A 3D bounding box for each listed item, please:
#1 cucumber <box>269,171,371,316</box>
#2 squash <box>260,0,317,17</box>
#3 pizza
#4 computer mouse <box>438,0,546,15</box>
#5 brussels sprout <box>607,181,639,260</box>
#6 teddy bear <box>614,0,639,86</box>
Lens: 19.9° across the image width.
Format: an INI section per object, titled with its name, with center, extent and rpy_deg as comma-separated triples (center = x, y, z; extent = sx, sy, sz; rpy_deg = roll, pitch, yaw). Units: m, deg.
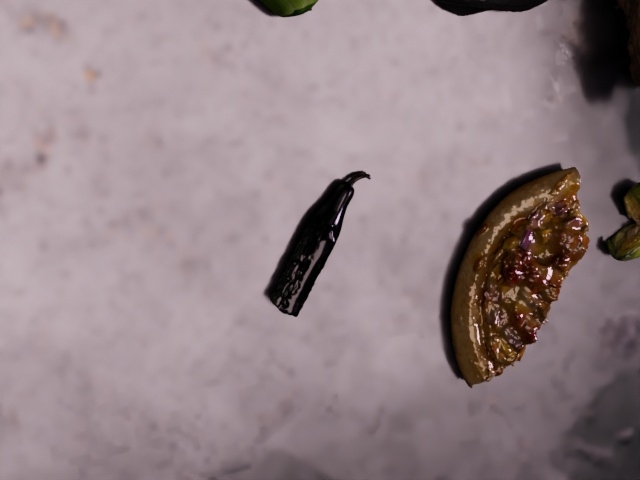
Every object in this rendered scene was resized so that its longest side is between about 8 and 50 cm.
[cucumber]
center = 0.000, 0.000, 1.833
extent = 0.043, 0.039, 0.163
rpy_deg = 24, 94, -35
[squash]
center = -0.084, -0.342, 1.746
extent = 0.082, 0.082, 0.292
rpy_deg = -32, 103, -6
[pizza]
center = 0.203, 0.035, 1.869
extent = 0.127, 0.058, 0.246
rpy_deg = 36, 91, -15
[computer mouse]
center = 0.174, -0.265, 1.829
extent = 0.135, 0.047, 0.079
rpy_deg = -2, 99, -14
[brussels sprout]
center = 0.331, -0.018, 1.900
extent = 0.051, 0.046, 0.083
rpy_deg = 16, 104, -17
[teddy bear]
center = 0.344, -0.307, 1.819
extent = 0.246, 0.222, 0.296
rpy_deg = -22, 68, -38
